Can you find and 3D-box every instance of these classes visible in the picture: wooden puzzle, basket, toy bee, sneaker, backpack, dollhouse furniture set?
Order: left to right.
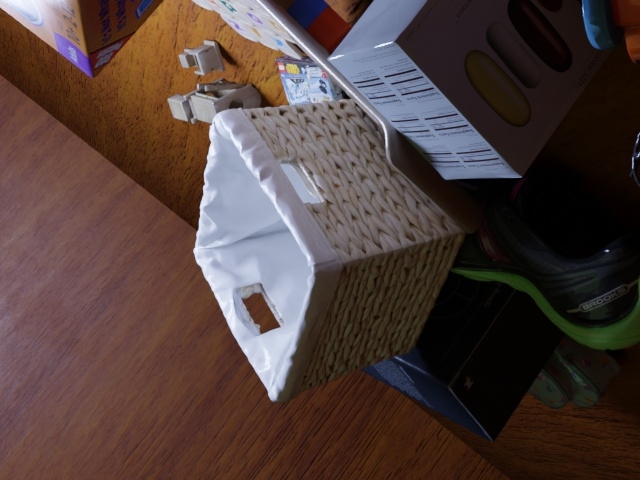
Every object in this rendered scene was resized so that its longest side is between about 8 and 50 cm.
[{"bbox_3d":[-0.216,-0.312,1.988,0.182,0.101,0.161,21,134,50],"label":"dollhouse furniture set"},{"bbox_3d":[0.000,0.000,1.577,0.328,0.266,0.331,57,149,32],"label":"basket"},{"bbox_3d":[0.080,-0.192,1.378,0.348,0.080,0.322,54,-170,30],"label":"wooden puzzle"},{"bbox_3d":[0.297,-0.026,1.498,0.483,0.185,0.202,29,134,45],"label":"sneaker"},{"bbox_3d":[0.443,0.227,1.920,0.188,0.144,0.166,32,160,8],"label":"backpack"},{"bbox_3d":[0.282,-0.215,0.916,0.195,0.162,0.298,17,128,17],"label":"toy bee"}]

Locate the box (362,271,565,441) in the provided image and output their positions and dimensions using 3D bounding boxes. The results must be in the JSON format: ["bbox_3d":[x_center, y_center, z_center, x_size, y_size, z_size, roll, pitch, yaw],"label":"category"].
[{"bbox_3d":[0.197,0.112,1.837,0.395,0.293,0.212,25,162,43],"label":"box"}]

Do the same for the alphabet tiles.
[{"bbox_3d":[-0.146,-0.376,1.607,0.284,0.021,0.278,31,176,42],"label":"alphabet tiles"}]

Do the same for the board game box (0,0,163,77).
[{"bbox_3d":[-0.255,-0.449,1.021,0.356,0.356,0.356,38,167,-1],"label":"board game box"}]

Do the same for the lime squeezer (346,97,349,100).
[{"bbox_3d":[0.082,-0.131,1.767,0.059,0.110,0.310,-89,-11,-66],"label":"lime squeezer"}]

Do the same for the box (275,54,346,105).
[{"bbox_3d":[-0.013,-0.247,1.683,0.137,0.027,0.094,20,134,51],"label":"box"}]

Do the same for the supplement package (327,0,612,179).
[{"bbox_3d":[0.161,-0.201,1.121,0.203,0.194,0.149,43,164,-22],"label":"supplement package"}]
